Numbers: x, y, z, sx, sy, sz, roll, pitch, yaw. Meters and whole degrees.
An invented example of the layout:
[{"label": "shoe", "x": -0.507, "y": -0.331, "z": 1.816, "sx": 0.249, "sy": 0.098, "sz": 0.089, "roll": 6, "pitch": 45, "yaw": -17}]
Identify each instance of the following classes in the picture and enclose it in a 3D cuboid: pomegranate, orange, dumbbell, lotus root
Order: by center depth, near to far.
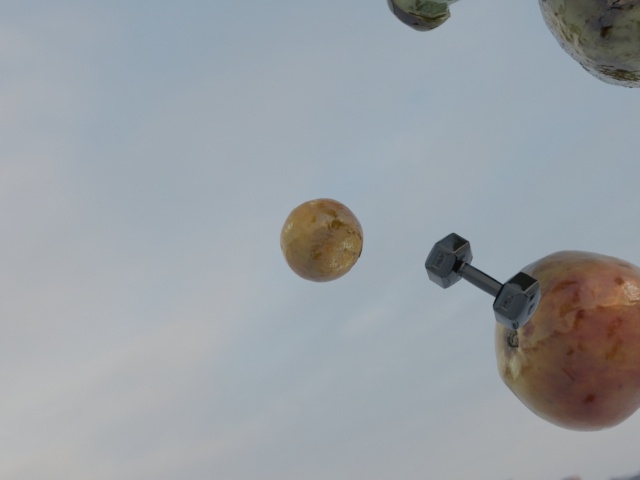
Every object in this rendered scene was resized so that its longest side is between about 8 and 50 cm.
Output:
[{"label": "dumbbell", "x": 0.115, "y": 0.028, "z": 0.743, "sx": 0.036, "sy": 0.083, "sz": 0.040, "roll": -50, "pitch": -29, "yaw": -14}, {"label": "lotus root", "x": 0.250, "y": -0.190, "z": 0.846, "sx": 0.128, "sy": 0.145, "sz": 0.260, "roll": -57, "pitch": -15, "yaw": 12}, {"label": "orange", "x": 0.000, "y": 0.000, "z": 1.017, "sx": 0.083, "sy": 0.070, "sz": 0.083, "roll": -25, "pitch": -50, "yaw": -34}, {"label": "pomegranate", "x": 0.385, "y": 0.144, "z": 1.499, "sx": 0.270, "sy": 0.252, "sz": 0.229, "roll": 10, "pitch": 2, "yaw": -19}]

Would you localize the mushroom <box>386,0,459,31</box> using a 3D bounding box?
[{"label": "mushroom", "x": 0.176, "y": -0.310, "z": 0.957, "sx": 0.312, "sy": 0.100, "sz": 0.081, "roll": -36, "pitch": -9, "yaw": 32}]
